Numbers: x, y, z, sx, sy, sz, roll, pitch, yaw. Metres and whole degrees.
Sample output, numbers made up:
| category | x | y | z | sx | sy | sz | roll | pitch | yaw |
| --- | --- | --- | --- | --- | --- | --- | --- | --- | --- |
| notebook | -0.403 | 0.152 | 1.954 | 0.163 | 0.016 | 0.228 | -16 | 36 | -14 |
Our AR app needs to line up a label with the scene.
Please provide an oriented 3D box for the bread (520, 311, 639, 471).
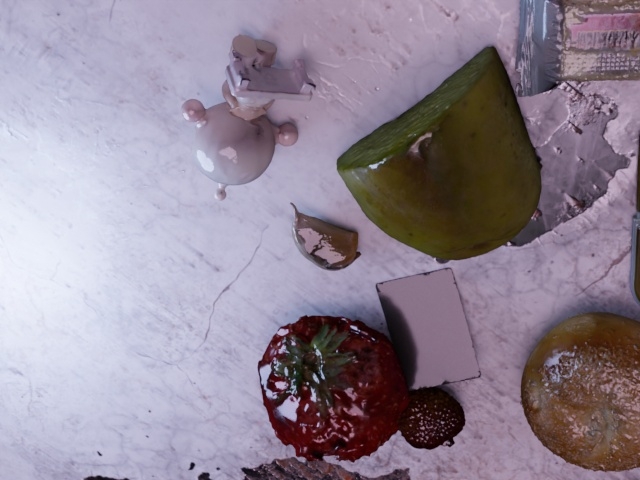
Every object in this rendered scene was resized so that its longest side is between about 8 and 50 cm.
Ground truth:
| category | x | y | z | sx | sy | sz | roll | pitch | yaw |
| --- | --- | --- | --- | --- | --- | --- | --- | --- | --- |
| bread | 0.485 | 0.273 | 1.786 | 0.305 | 0.159 | 0.306 | 11 | 120 | 20 |

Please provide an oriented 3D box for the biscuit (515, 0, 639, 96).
| category | x | y | z | sx | sy | sz | roll | pitch | yaw |
| --- | --- | --- | --- | --- | --- | --- | --- | --- | --- |
| biscuit | 0.445 | -0.301 | 1.540 | 0.309 | 0.079 | 0.186 | 0 | 117 | 7 |

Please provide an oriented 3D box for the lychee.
| category | x | y | z | sx | sy | sz | roll | pitch | yaw |
| --- | --- | --- | --- | --- | --- | --- | --- | --- | --- |
| lychee | 0.197 | 0.323 | 1.907 | 0.123 | 0.123 | 0.129 | -37 | 100 | 25 |

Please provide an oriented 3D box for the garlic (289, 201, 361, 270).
| category | x | y | z | sx | sy | sz | roll | pitch | yaw |
| --- | --- | --- | --- | --- | --- | --- | --- | --- | --- |
| garlic | -0.002 | 0.001 | 1.790 | 0.152 | 0.066 | 0.084 | 23 | 93 | -9 |

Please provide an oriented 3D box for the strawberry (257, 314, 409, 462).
| category | x | y | z | sx | sy | sz | roll | pitch | yaw |
| --- | --- | --- | --- | --- | --- | --- | --- | --- | --- |
| strawberry | 0.031 | 0.269 | 1.847 | 0.274 | 0.274 | 0.220 | -16 | 152 | 16 |

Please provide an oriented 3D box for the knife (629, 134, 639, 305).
| category | x | y | z | sx | sy | sz | roll | pitch | yaw |
| --- | --- | --- | --- | --- | --- | --- | --- | --- | --- |
| knife | 0.544 | -0.022 | 1.712 | 0.061 | 0.027 | 0.343 | -3 | 119 | 5 |

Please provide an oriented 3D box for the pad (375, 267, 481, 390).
| category | x | y | z | sx | sy | sz | roll | pitch | yaw |
| --- | --- | --- | --- | --- | --- | --- | --- | --- | --- |
| pad | 0.192 | 0.160 | 1.850 | 0.143 | 0.003 | 0.211 | -13 | 102 | 15 |

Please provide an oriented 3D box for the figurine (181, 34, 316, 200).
| category | x | y | z | sx | sy | sz | roll | pitch | yaw |
| --- | --- | --- | --- | --- | --- | --- | --- | --- | --- |
| figurine | -0.117 | -0.182 | 1.665 | 0.144 | 0.182 | 0.257 | 48 | 133 | 30 |

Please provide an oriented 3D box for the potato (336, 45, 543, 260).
| category | x | y | z | sx | sy | sz | roll | pitch | yaw |
| --- | --- | --- | --- | --- | --- | --- | --- | --- | --- |
| potato | 0.210 | -0.077 | 1.625 | 0.330 | 0.213 | 0.280 | -33 | 109 | 25 |
